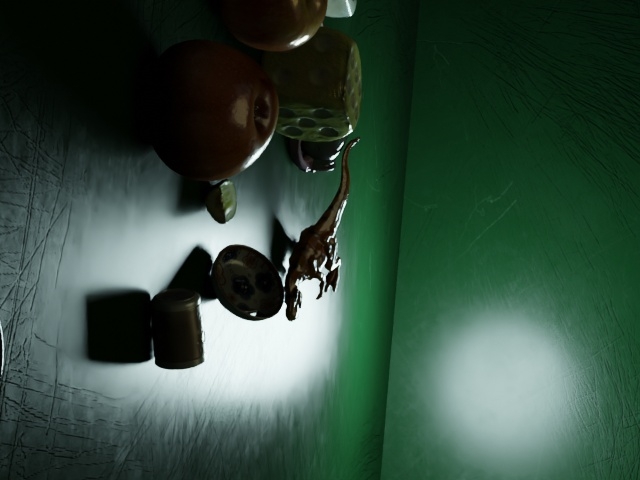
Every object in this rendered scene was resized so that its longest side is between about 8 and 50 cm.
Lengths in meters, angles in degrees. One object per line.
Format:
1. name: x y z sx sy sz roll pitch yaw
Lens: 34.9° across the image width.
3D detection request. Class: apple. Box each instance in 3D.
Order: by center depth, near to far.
1. apple: -0.146 -0.182 1.411 0.201 0.162 0.201 3 90 -79
2. apple: -0.083 -0.415 1.648 0.209 0.164 0.210 5 90 -66

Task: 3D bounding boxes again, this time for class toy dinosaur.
1. toy dinosaur: 0.000 0.000 2.200 0.208 0.097 0.432 75 30 -62

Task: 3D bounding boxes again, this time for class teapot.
1. teapot: 0.001 -0.213 2.171 0.148 0.116 0.146 -70 169 -64

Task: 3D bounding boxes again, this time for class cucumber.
1. cucumber: -0.161 -0.065 1.654 0.107 0.035 0.067 -52 132 -77

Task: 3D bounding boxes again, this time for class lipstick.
1. lipstick: 0.022 -0.602 2.252 0.253 0.077 0.079 65 30 -62

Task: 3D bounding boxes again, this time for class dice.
1. dice: -0.015 -0.297 1.941 0.169 0.169 0.166 63 32 -65

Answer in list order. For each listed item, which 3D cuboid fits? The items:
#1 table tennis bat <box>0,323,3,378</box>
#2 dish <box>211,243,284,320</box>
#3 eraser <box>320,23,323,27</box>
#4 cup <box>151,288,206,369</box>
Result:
1. table tennis bat: -0.344 0.141 0.919 0.236 0.027 0.150 -76 163 -46
2. dish: -0.138 0.085 1.703 0.141 0.078 0.141 26 44 -28
3. eraser: -0.020 -0.431 2.047 0.230 0.038 0.157 70 -2 -59
4. cup: -0.197 0.119 1.444 0.102 0.074 0.099 -52 142 -69
